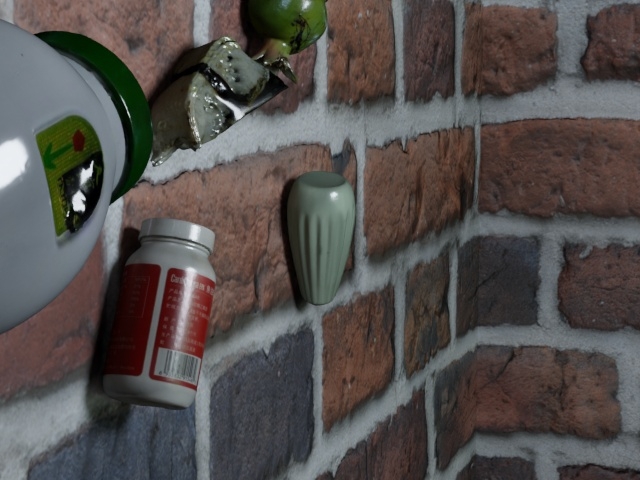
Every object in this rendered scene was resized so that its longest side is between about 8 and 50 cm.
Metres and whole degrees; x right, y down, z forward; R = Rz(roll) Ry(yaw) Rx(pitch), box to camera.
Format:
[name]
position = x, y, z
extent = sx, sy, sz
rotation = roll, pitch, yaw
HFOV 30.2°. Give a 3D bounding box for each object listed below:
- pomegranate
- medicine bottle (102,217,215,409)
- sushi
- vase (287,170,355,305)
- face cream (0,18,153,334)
[pomegranate]
position = -0.062, -0.356, 1.990
extent = 0.152, 0.131, 0.191
rotation = 59, 47, -60
[medicine bottle]
position = -0.219, 0.103, 1.647
extent = 0.131, 0.131, 0.250
rotation = 41, 55, -63
[sushi]
position = -0.183, -0.215, 1.743
extent = 0.273, 0.134, 0.109
rotation = -42, 119, -42
[vase]
position = 0.000, 0.000, 2.207
extent = 0.128, 0.128, 0.248
rotation = -47, 144, -58
[face cream]
position = -0.339, -0.070, 1.200
extent = 0.357, 0.219, 0.313
rotation = -52, 138, -60
